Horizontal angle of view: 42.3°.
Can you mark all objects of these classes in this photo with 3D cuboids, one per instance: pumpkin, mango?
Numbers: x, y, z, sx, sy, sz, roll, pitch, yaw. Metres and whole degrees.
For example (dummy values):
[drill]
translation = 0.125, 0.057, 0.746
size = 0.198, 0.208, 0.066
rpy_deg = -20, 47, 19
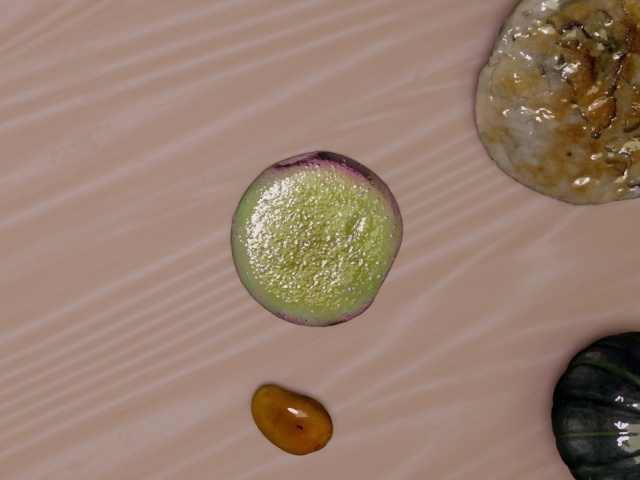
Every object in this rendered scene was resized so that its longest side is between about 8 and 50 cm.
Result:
[pumpkin]
translation = 0.420, 0.248, 1.091
size = 0.249, 0.216, 0.250
rpy_deg = 7, 62, -13
[mango]
translation = -0.037, 0.228, 1.058
size = 0.114, 0.060, 0.080
rpy_deg = 40, 102, -16

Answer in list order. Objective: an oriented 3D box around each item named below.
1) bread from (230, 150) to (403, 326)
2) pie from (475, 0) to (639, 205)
[bread]
translation = 0.000, 0.000, 1.049
size = 0.228, 0.033, 0.229
rpy_deg = -1, 96, -13
[pie]
translation = 0.362, -0.192, 1.041
size = 0.339, 0.077, 0.339
rpy_deg = -1, 117, -3
